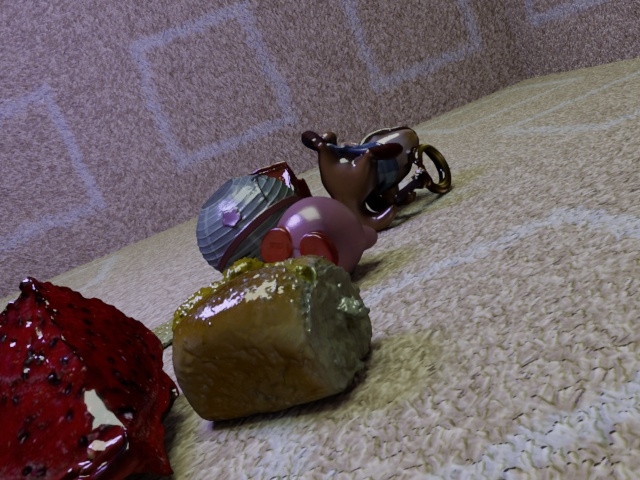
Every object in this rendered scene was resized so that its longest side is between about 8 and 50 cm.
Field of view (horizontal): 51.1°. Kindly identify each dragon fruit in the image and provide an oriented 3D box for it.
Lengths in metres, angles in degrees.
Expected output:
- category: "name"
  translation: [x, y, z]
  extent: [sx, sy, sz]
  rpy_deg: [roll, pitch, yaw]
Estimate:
- category: "dragon fruit"
  translation: [-0.305, 0.254, 0.846]
  extent: [0.329, 0.228, 0.286]
  rpy_deg: [32, 83, 37]

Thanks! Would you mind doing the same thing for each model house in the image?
- category: "model house"
  translation: [-0.116, -0.074, 1.750]
  extent: [0.196, 0.159, 0.254]
  rpy_deg: [-19, -19, 12]

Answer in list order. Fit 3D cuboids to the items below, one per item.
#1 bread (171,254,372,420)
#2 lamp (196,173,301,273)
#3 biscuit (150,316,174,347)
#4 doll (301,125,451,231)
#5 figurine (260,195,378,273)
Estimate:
- category: "bread"
  translation: [-0.057, 0.105, 0.849]
  extent: [0.247, 0.176, 0.195]
  rpy_deg: [-17, 15, 24]
- category: "lamp"
  translation: [-0.149, -0.028, 1.499]
  extent: [0.265, 0.233, 0.233]
  rpy_deg: [-44, 8, 12]
- category: "biscuit"
  translation: [-0.324, 0.194, 1.318]
  extent: [0.231, 0.016, 0.139]
  rpy_deg: [-31, 15, -37]
- category: "doll"
  translation: [0.131, -0.176, 1.574]
  extent: [0.209, 0.318, 0.340]
  rpy_deg: [-50, -8, 27]
- category: "figurine"
  translation: [0.000, 0.000, 1.239]
  extent: [0.173, 0.173, 0.173]
  rpy_deg: [-21, 12, 5]
